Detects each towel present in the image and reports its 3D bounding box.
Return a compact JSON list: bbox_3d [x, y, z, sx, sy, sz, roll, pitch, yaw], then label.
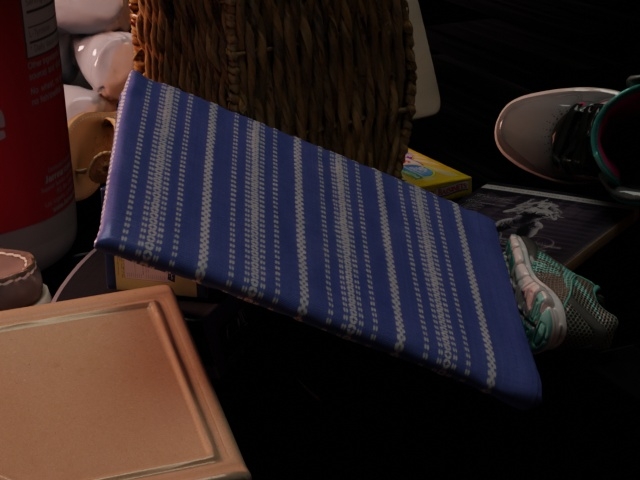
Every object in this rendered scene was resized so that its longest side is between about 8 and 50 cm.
[{"bbox_3d":[0.000,0.000,1.013,0.336,0.040,0.243,21,29,-16],"label":"towel"}]

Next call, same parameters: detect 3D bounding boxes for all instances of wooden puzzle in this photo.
[{"bbox_3d":[-0.181,0.115,0.909,0.221,0.044,0.238,-9,32,-17],"label":"wooden puzzle"}]

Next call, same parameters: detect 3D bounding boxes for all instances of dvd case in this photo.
[{"bbox_3d":[0.181,-0.007,1.285,0.164,0.018,0.221,10,24,32],"label":"dvd case"}]

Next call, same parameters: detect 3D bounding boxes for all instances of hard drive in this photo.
[{"bbox_3d":[-0.119,0.037,1.140,0.172,0.054,0.254,3,20,13],"label":"hard drive"}]

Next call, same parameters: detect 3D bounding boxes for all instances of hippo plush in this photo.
[{"bbox_3d":[-0.342,-0.195,1.674,0.294,0.234,0.236,1,-6,-5],"label":"hippo plush"}]

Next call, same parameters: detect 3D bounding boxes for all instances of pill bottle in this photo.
[{"bbox_3d":[-0.349,-0.175,1.232,0.229,0.407,0.229,-2,20,1],"label":"pill bottle"}]

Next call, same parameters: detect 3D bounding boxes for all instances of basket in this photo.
[{"bbox_3d":[-0.047,-0.170,1.344,0.213,0.299,0.223,-13,23,-29],"label":"basket"}]

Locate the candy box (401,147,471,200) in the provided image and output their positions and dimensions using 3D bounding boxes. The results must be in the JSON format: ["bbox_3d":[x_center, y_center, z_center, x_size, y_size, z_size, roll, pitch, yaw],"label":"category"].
[{"bbox_3d":[0.063,-0.074,1.469,0.105,0.027,0.206,-10,21,-25],"label":"candy box"}]

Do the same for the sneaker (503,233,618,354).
[{"bbox_3d":[0.186,0.047,1.096,0.076,0.065,0.166,8,24,-9],"label":"sneaker"}]

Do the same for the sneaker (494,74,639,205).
[{"bbox_3d":[0.278,-0.097,1.332,0.295,0.124,0.178,12,0,32],"label":"sneaker"}]

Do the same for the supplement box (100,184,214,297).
[{"bbox_3d":[-0.117,-0.006,1.057,0.083,0.083,0.056,5,21,15],"label":"supplement box"}]

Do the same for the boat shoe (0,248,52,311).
[{"bbox_3d":[-0.386,0.031,1.123,0.324,0.096,0.116,-3,20,-2],"label":"boat shoe"}]

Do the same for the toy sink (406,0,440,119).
[{"bbox_3d":[-0.006,-0.188,1.567,0.234,0.153,0.131,-14,2,-26],"label":"toy sink"}]

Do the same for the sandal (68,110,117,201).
[{"bbox_3d":[-0.206,-0.100,1.483,0.079,0.088,0.240,0,14,14],"label":"sandal"}]
